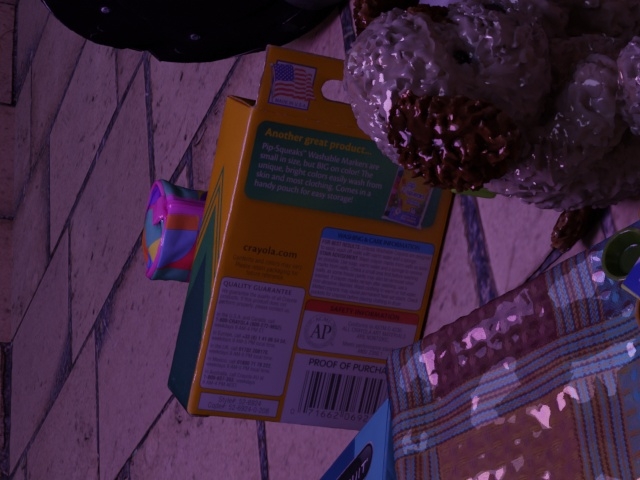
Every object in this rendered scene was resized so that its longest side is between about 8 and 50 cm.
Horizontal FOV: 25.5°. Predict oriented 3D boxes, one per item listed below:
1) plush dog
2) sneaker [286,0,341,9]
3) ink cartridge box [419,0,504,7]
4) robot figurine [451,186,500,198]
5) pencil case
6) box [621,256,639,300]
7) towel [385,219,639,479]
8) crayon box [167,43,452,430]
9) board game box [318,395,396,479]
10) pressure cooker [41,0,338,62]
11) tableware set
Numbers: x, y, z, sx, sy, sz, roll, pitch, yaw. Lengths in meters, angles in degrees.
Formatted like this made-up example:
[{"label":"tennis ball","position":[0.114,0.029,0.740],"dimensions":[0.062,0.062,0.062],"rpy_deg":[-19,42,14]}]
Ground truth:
[{"label":"plush dog","position":[0.121,-0.098,0.961],"dimensions":[0.262,0.225,0.210],"rpy_deg":[-112,37,-51]},{"label":"sneaker","position":[0.077,-0.415,1.164],"dimensions":[0.257,0.169,0.447],"rpy_deg":[4,79,52]},{"label":"ink cartridge box","position":[0.131,-0.338,1.247],"dimensions":[0.275,0.060,0.239],"rpy_deg":[-102,29,-41]},{"label":"robot figurine","position":[0.133,-0.094,1.140],"dimensions":[0.101,0.067,0.115],"rpy_deg":[156,120,-74]},{"label":"pencil case","position":[-0.051,-0.003,1.351],"dimensions":[0.104,0.236,0.104],"rpy_deg":[-177,90,-75]},{"label":"box","position":[0.247,-0.003,0.797],"dimensions":[0.178,0.042,0.109],"rpy_deg":[-59,33,10]},{"label":"towel","position":[0.156,0.188,0.902],"dimensions":[0.271,0.040,0.370],"rpy_deg":[-32,49,33]},{"label":"crayon box","position":[0.000,0.000,1.251],"dimensions":[0.083,0.203,0.322],"rpy_deg":[-146,67,-66]},{"label":"board game box","position":[0.028,0.332,1.136],"dimensions":[0.253,0.079,0.336],"rpy_deg":[124,161,-46]},{"label":"pressure cooker","position":[-0.147,-0.456,1.550],"dimensions":[0.370,0.376,0.420],"rpy_deg":[128,143,-56]},{"label":"tableware set","position":[0.231,0.024,0.858],"dimensions":[0.104,0.024,0.154],"rpy_deg":[-49,39,19]}]
